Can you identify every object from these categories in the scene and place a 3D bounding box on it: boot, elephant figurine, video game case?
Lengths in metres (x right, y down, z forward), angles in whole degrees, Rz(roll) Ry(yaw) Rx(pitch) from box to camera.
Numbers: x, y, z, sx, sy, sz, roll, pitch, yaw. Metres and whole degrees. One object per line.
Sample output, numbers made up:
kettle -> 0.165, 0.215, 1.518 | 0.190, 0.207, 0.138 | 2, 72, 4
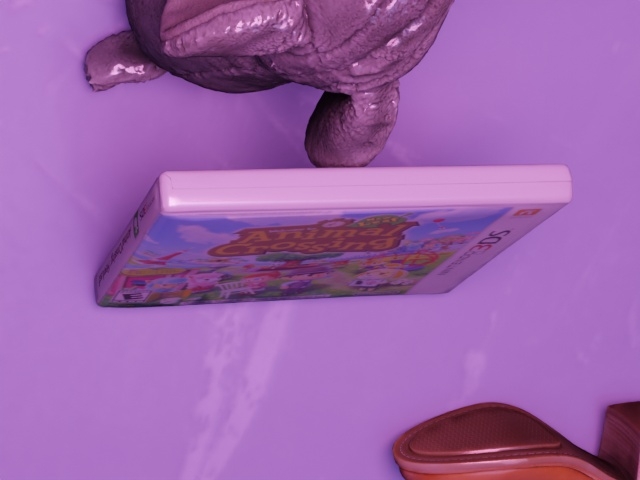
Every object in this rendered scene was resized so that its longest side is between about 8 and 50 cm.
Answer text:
boot -> 0.134, 0.180, 1.205 | 0.197, 0.073, 0.152 | 0, 112, -14
elephant figurine -> -0.003, -0.120, 0.958 | 0.169, 0.239, 0.186 | -5, 119, -20
video game case -> 0.000, 0.000, 1.045 | 0.212, 0.193, 0.023 | -1, 74, -17
